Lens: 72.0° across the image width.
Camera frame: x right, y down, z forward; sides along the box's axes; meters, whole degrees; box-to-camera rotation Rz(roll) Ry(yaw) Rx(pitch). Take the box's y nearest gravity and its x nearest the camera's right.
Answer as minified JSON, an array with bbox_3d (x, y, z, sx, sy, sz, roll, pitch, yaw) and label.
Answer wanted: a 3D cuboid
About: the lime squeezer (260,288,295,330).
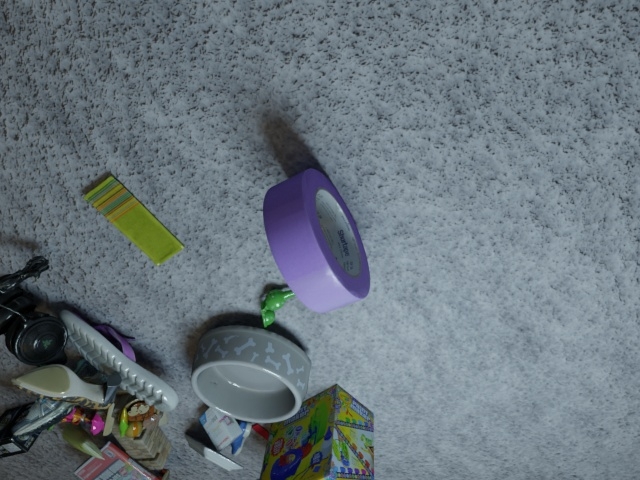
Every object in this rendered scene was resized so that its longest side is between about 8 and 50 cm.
[{"bbox_3d":[-0.110,0.181,1.149,0.110,0.059,0.310,9,130,-39],"label":"lime squeezer"}]

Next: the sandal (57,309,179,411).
[{"bbox_3d":[-0.567,0.335,1.267,0.416,0.102,0.169,42,133,-3],"label":"sandal"}]

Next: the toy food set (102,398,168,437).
[{"bbox_3d":[-0.556,0.546,1.358,0.192,0.038,0.132,5,106,-38],"label":"toy food set"}]

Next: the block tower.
[{"bbox_3d":[-0.611,0.624,1.459,0.091,0.097,0.335,-9,120,11],"label":"block tower"}]

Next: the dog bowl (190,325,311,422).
[{"bbox_3d":[-0.195,0.384,1.220,0.349,0.102,0.348,5,131,6],"label":"dog bowl"}]

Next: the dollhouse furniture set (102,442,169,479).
[{"bbox_3d":[-0.714,0.884,1.641,0.259,0.135,0.262,20,123,7],"label":"dollhouse furniture set"}]

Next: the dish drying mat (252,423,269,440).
[{"bbox_3d":[-0.193,0.636,1.465,0.032,0.008,0.083,-33,113,24],"label":"dish drying mat"}]

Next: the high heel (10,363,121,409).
[{"bbox_3d":[-0.695,0.419,1.203,0.261,0.093,0.186,13,136,-27],"label":"high heel"}]

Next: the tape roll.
[{"bbox_3d":[0.000,0.000,0.875,0.090,0.275,0.275,-23,117,19],"label":"tape roll"}]

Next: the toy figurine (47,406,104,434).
[{"bbox_3d":[-0.793,0.587,1.459,0.159,0.130,0.173,34,143,-25],"label":"toy figurine"}]

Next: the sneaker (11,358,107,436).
[{"bbox_3d":[-0.790,0.468,1.323,0.283,0.110,0.122,-35,79,-16],"label":"sneaker"}]

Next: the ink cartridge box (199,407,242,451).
[{"bbox_3d":[-0.312,0.580,1.379,0.088,0.052,0.122,-49,67,26],"label":"ink cartridge box"}]

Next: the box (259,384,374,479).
[{"bbox_3d":[-0.009,0.630,1.278,0.290,0.279,0.177,-37,112,25],"label":"box"}]

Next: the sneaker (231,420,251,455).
[{"bbox_3d":[-0.289,0.646,1.452,0.085,0.058,0.152,20,121,-10],"label":"sneaker"}]

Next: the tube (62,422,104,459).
[{"bbox_3d":[-0.790,0.665,1.460,0.240,0.062,0.070,-4,169,44],"label":"tube"}]

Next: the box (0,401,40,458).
[{"bbox_3d":[-1.030,0.642,1.489,0.180,0.147,0.077,-19,118,19],"label":"box"}]

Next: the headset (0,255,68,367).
[{"bbox_3d":[-0.778,0.205,1.183,0.243,0.185,0.394,33,140,11],"label":"headset"}]

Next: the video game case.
[{"bbox_3d":[-0.669,0.821,1.499,0.204,0.025,0.285,-41,102,19],"label":"video game case"}]

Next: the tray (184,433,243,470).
[{"bbox_3d":[-0.355,0.689,1.424,0.145,0.030,0.270,38,151,-16],"label":"tray"}]

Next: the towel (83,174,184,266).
[{"bbox_3d":[-0.443,-0.042,1.055,0.102,0.021,0.237,-30,115,24],"label":"towel"}]
